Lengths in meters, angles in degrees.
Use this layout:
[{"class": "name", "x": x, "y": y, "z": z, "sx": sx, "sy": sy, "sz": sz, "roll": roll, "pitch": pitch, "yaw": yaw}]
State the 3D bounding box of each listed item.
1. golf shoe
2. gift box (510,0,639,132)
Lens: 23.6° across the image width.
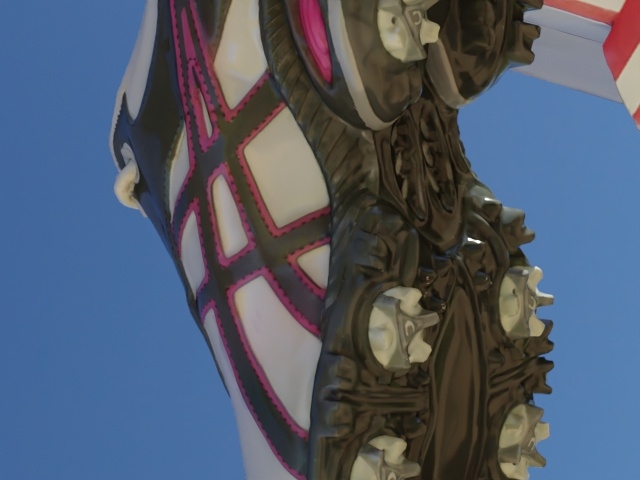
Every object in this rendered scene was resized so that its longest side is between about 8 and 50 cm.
[{"class": "golf shoe", "x": 0.000, "y": 0.000, "z": 0.463, "sx": 0.105, "sy": 0.120, "sz": 0.273, "roll": -2, "pitch": -88, "yaw": -51}, {"class": "gift box", "x": 0.215, "y": -0.136, "z": 0.620, "sx": 0.258, "sy": 0.255, "sz": 0.276, "roll": 108, "pitch": 174, "yaw": -90}]
